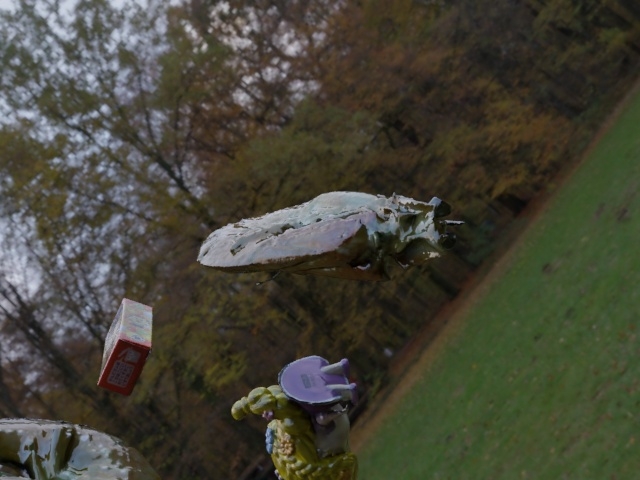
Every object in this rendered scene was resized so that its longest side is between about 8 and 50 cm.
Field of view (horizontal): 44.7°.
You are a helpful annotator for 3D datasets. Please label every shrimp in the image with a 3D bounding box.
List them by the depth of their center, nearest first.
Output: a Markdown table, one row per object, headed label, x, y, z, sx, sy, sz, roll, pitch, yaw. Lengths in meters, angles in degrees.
| label | x | y | z | sx | sy | sz | roll | pitch | yaw |
| --- | --- | --- | --- | --- | --- | --- | --- | --- | --- |
| shrimp | 0.000 | 0.002 | 0.487 | 0.115 | 0.051 | 0.217 | -29 | 18 | -33 |
| shrimp | -0.243 | 0.178 | 0.565 | 0.267 | 0.145 | 0.061 | 5 | -58 | -25 |

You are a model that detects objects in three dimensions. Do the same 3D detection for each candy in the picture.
| label | x | y | z | sx | sy | sz | roll | pitch | yaw |
| --- | --- | --- | --- | --- | --- | --- | --- | --- | --- |
| candy | -0.215 | 0.116 | 0.865 | 0.062 | 0.038 | 0.122 | -64 | 18 | 11 |

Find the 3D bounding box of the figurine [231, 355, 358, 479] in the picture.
| label | x | y | z | sx | sy | sz | roll | pitch | yaw |
| --- | --- | --- | --- | --- | --- | --- | --- | --- | --- |
| figurine | -0.022 | 0.191 | 0.735 | 0.094 | 0.115 | 0.156 | -96 | 3 | -56 |
